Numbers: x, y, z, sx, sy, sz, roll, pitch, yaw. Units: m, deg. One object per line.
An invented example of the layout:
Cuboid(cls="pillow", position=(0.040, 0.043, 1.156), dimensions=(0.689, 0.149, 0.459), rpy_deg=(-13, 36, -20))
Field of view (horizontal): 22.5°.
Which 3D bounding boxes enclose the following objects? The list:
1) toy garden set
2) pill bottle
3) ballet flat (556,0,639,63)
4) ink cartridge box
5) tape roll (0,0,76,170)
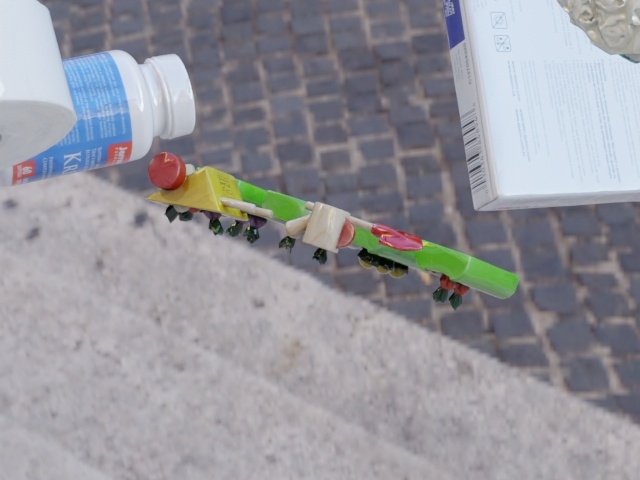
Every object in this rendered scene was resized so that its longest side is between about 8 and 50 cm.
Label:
Cuboid(cls="toy garden set", position=(0.000, 0.000, 1.213), dimensions=(0.244, 0.204, 0.049), rpy_deg=(19, 89, 28))
Cuboid(cls="pill bottle", position=(-0.253, -0.138, 1.742), dimensions=(0.221, 0.124, 0.124), rpy_deg=(-13, 43, -18))
Cuboid(cls="ballet flat", position=(0.224, -0.345, 1.404), dimensions=(0.147, 0.147, 0.409), rpy_deg=(-16, 73, -7))
Cuboid(cls="ink cartridge box", position=(0.309, -0.203, 1.869), dimensions=(0.330, 0.071, 0.324), rpy_deg=(-3, 78, -23))
Cuboid(cls="tape roll", position=(-0.354, -0.114, 1.354), dimensions=(0.286, 0.286, 0.100), rpy_deg=(-16, 83, -7))
